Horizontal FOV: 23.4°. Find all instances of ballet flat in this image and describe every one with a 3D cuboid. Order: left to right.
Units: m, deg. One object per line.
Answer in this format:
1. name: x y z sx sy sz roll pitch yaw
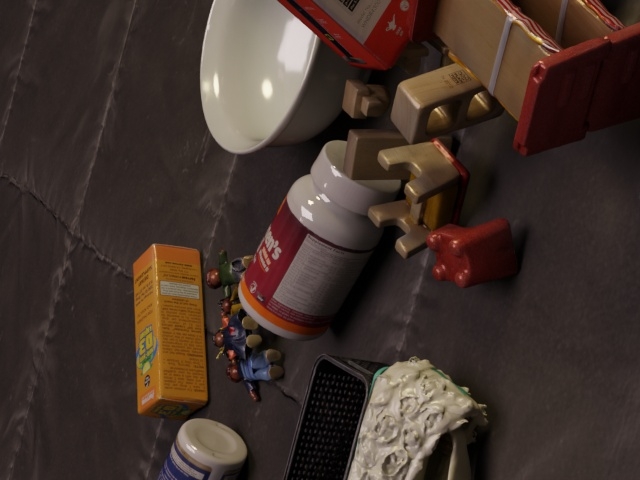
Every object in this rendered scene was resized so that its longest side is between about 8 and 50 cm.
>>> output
1. ballet flat: 0.072 0.326 1.578 0.147 0.147 0.409 23 101 59

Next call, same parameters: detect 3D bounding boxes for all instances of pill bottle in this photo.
1. pill bottle: -0.167 0.322 1.996 0.169 0.094 0.094 -64 34 23
2. pill bottle: 0.000 0.000 1.799 0.221 0.121 0.121 -61 35 28

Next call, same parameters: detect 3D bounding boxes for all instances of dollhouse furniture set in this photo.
1. dollhouse furniture set: 0.088 -0.161 1.713 0.123 0.144 0.151 -128 41 -58
2. dollhouse furniture set: 0.184 -0.110 1.526 0.201 0.152 0.374 53 150 33

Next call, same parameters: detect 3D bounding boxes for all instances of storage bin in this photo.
1. storage bin: 0.037 0.227 1.702 0.122 0.084 0.180 24 100 59

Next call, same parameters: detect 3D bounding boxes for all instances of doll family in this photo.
1. doll family: -0.101 0.109 1.979 0.111 0.076 0.193 -17 69 51

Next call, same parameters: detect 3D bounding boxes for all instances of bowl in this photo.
1. bowl: -0.023 -0.240 1.904 0.298 0.134 0.298 -25 60 53

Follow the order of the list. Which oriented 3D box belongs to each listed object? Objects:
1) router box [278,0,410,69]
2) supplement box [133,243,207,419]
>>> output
1. router box: 0.038 -0.397 1.590 0.335 0.301 0.082 -58 29 -9
2. supplement box: -0.210 0.127 2.148 0.078 0.080 0.233 -40 50 50
